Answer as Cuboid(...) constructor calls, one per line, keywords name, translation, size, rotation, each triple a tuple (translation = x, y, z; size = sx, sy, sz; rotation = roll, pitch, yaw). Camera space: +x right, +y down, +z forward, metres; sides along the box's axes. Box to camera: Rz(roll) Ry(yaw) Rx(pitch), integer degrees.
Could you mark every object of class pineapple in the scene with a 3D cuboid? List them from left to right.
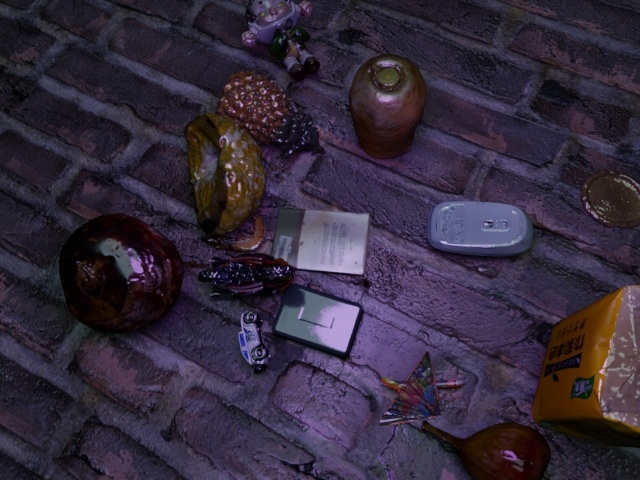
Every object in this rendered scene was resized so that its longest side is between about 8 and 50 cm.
Cuboid(name="pineapple", translation=(-0.143, -0.375, 1.528), size=(0.357, 0.223, 0.223), rotation=(33, 74, 4))

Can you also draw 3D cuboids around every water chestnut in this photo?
Cuboid(name="water chestnut", translation=(-0.538, 0.081, 1.339), size=(0.351, 0.302, 0.350), rotation=(3, 105, 10))

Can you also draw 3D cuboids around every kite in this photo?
Cuboid(name="kite", translation=(0.244, 0.398, 1.259), size=(0.183, 0.014, 0.241), rotation=(28, 93, 2))

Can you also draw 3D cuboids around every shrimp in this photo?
Cuboid(name="shrimp", translation=(-0.262, -0.037, 1.481), size=(0.195, 0.035, 0.147), rotation=(5, 68, 8))

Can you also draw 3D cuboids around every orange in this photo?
Cuboid(name="orange", translation=(-0.268, -0.199, 1.416), size=(0.210, 0.271, 0.368), rotation=(-2, 71, -29))

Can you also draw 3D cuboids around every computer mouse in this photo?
Cuboid(name="computer mouse", translation=(0.460, -0.030, 1.389), size=(0.289, 0.097, 0.159), rotation=(2, 70, 17))

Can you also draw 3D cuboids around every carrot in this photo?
Cuboid(name="carrot", translation=(0.195, -0.386, 1.421), size=(0.224, 0.340, 0.224), rotation=(-1, 73, 4))

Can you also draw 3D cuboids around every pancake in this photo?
Cuboid(name="pancake", translation=(0.878, -0.124, 1.430), size=(0.199, 0.021, 0.199), rotation=(-2, 69, 5))

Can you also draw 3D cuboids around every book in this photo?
Cuboid(name="book", translation=(0.000, 0.000, 1.449), size=(0.290, 0.026, 0.201), rotation=(6, 70, 7))

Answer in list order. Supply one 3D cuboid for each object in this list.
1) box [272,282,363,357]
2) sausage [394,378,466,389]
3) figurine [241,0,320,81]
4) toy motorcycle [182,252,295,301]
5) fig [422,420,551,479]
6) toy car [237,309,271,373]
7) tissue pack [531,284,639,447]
Cuboid(name="box", translation=(-0.007, 0.222, 1.350), size=(0.230, 0.050, 0.160), rotation=(16, 71, 11))
Cuboid(name="sausage", translation=(0.288, 0.383, 1.276), size=(0.199, 0.025, 0.028), rotation=(-4, 77, 3))
Cuboid(name="figurine", translation=(-0.137, -0.726, 1.678), size=(0.281, 0.167, 0.370), rotation=(-31, 77, -6))
Cuboid(name="toy motorcycle", translation=(-0.235, 0.101, 1.363), size=(0.401, 0.207, 0.134), rotation=(-6, 81, 20))
Cuboid(name="fig", translation=(0.404, 0.529, 1.169), size=(0.290, 0.191, 0.190), rotation=(-13, 63, 39))
Cuboid(name="toy car", translation=(-0.185, 0.280, 1.327), size=(0.070, 0.080, 0.170), rotation=(-16, 69, 0))
Cuboid(name="tissue pack", translation=(0.667, 0.304, 1.088), size=(0.228, 0.382, 0.293), rotation=(21, 71, 10))
